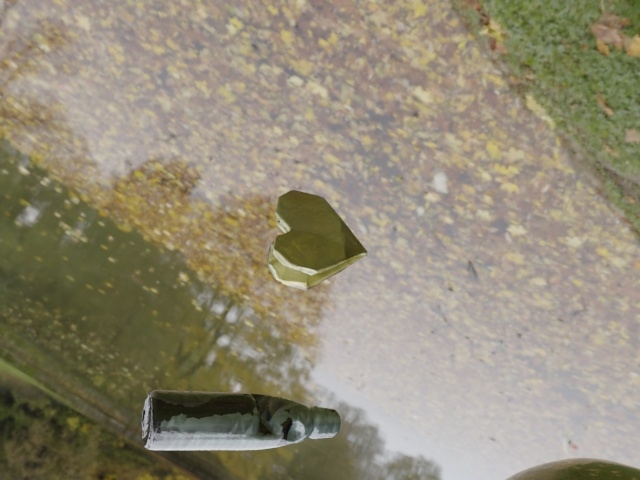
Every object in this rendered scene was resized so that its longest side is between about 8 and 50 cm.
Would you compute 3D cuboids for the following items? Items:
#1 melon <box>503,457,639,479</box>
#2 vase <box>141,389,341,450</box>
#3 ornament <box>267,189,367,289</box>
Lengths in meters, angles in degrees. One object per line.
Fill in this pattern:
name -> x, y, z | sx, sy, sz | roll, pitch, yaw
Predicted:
melon -> 0.272, 0.370, 0.729 | 0.268, 0.268, 0.330 | 26, 145, 4
vase -> -0.075, 0.188, 0.732 | 0.211, 0.060, 0.060 | 6, 165, -23
ornament -> 0.000, 0.000, 1.259 | 0.180, 0.201, 0.059 | 13, 135, -9
